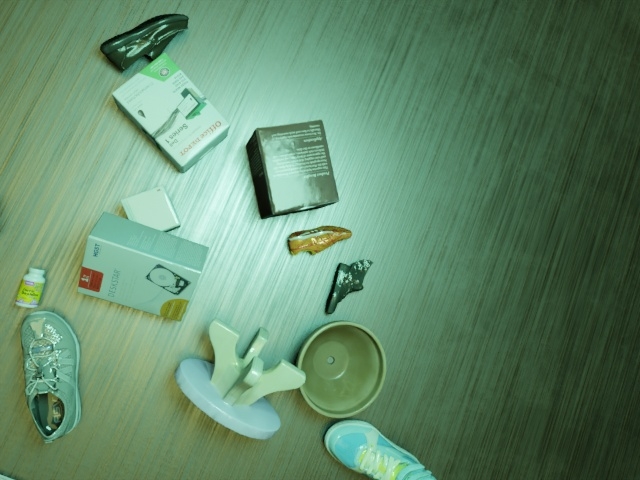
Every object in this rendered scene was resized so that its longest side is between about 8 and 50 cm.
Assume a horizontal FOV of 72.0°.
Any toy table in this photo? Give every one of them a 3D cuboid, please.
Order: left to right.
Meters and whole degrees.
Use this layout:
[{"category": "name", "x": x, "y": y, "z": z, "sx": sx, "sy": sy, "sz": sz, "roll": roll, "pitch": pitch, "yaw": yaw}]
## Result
[{"category": "toy table", "x": -0.177, "y": 0.312, "z": 1.020, "sx": 0.274, "sy": 0.252, "sz": 0.161, "roll": 33, "pitch": 96, "yaw": -19}]

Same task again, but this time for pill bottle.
[{"category": "pill bottle", "x": -0.634, "y": 0.103, "z": 0.967, "sx": 0.043, "sy": 0.043, "sz": 0.083, "roll": 15, "pitch": 84, "yaw": -17}]

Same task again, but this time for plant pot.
[{"category": "plant pot", "x": 0.041, "y": 0.322, "z": 1.140, "sx": 0.237, "sy": 0.109, "sz": 0.238, "roll": 1, "pitch": 87, "yaw": -18}]

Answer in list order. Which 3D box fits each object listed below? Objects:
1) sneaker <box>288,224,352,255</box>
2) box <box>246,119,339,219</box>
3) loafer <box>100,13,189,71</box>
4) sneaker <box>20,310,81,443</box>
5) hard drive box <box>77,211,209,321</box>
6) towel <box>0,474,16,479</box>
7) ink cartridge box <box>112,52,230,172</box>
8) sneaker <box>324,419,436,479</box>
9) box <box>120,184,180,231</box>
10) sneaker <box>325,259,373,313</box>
[{"category": "sneaker", "x": 0.000, "y": 0.000, "z": 1.171, "sx": 0.175, "sy": 0.064, "sz": 0.068, "roll": -10, "pitch": 111, "yaw": -13}, {"category": "box", "x": -0.075, "y": -0.170, "z": 1.087, "sx": 0.168, "sy": 0.167, "sz": 0.203, "roll": -12, "pitch": 92, "yaw": -18}, {"category": "loafer", "x": -0.406, "y": -0.472, "z": 1.048, "sx": 0.220, "sy": 0.080, "sz": 0.078, "roll": -34, "pitch": 131, "yaw": -17}, {"category": "sneaker", "x": -0.575, "y": 0.289, "z": 0.943, "sx": 0.105, "sy": 0.115, "sz": 0.282, "roll": -14, "pitch": 93, "yaw": -17}, {"category": "hard drive box", "x": -0.389, "y": 0.064, "z": 0.973, "sx": 0.232, "sy": 0.089, "sz": 0.181, "roll": 20, "pitch": 127, "yaw": -15}, {"category": "towel", "x": -0.706, "y": 0.685, "z": 0.925, "sx": 0.316, "sy": 0.053, "sz": 0.332, "roll": 32, "pitch": 79, "yaw": -14}, {"category": "ink cartridge box", "x": -0.345, "y": -0.295, "z": 1.043, "sx": 0.160, "sy": 0.092, "sz": 0.219, "roll": -46, "pitch": 101, "yaw": -13}, {"category": "sneaker", "x": 0.171, "y": 0.580, "z": 1.123, "sx": 0.319, "sy": 0.208, "sz": 0.127, "roll": 30, "pitch": 81, "yaw": -14}, {"category": "box", "x": -0.391, "y": -0.062, "z": 1.025, "sx": 0.101, "sy": 0.087, "sz": 0.101, "roll": -23, "pitch": 95, "yaw": -17}, {"category": "sneaker", "x": 0.077, "y": 0.124, "z": 1.187, "sx": 0.089, "sy": 0.051, "sz": 0.170, "roll": 18, "pitch": 80, "yaw": -12}]
